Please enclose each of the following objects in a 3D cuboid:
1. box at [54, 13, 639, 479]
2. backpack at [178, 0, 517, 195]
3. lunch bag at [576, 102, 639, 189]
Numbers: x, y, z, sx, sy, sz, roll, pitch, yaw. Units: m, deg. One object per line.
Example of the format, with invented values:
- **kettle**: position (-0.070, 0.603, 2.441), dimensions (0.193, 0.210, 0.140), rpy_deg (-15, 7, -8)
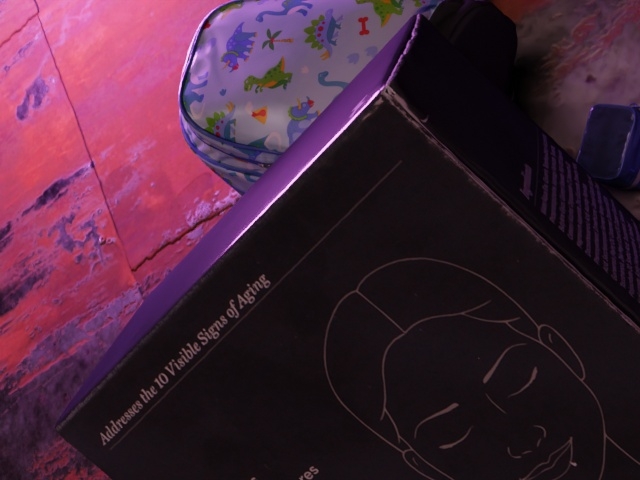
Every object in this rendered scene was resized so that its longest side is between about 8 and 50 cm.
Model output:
- **box**: position (0.092, 0.130, 1.197), dimensions (0.472, 0.297, 0.480), rpy_deg (42, 114, -9)
- **backpack**: position (0.009, -0.157, 1.415), dimensions (0.355, 0.273, 0.290), rpy_deg (6, 76, 42)
- **lunch bag**: position (0.338, -0.108, 1.365), dimensions (0.067, 0.065, 0.098), rpy_deg (18, 92, 49)
